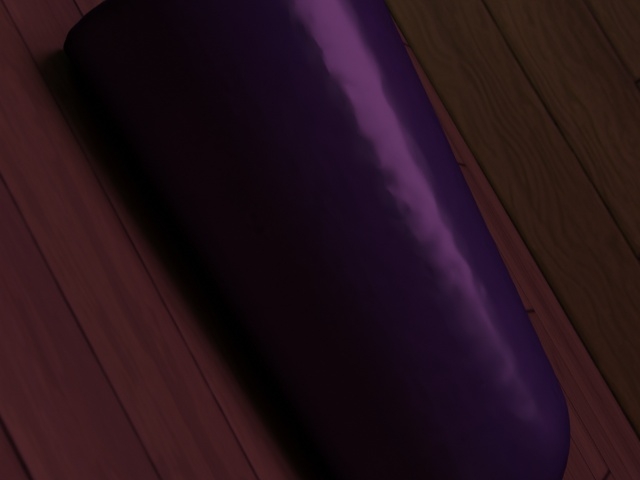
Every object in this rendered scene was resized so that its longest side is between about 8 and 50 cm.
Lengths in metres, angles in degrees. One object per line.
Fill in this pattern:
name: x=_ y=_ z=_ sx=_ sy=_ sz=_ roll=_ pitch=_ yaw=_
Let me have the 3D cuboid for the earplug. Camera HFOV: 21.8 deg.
earplug: x=0.021 y=0.007 z=1.147 sx=0.456 sy=0.215 sz=0.215 roll=61 pitch=13 yaw=-3
